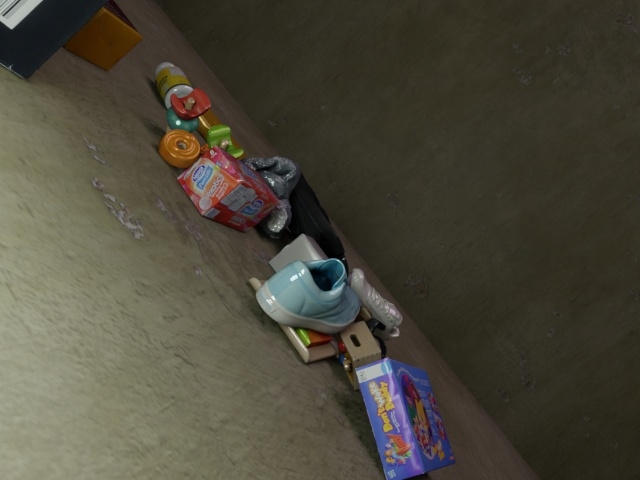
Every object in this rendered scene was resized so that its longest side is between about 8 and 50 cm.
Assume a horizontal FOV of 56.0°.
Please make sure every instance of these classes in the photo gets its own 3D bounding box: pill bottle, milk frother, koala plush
[{"bbox_3d":[-0.460,-0.481,1.887,0.103,0.103,0.184,41,12,-51],"label":"pill bottle"},{"bbox_3d":[0.102,0.271,1.674,0.143,0.129,0.135,7,-13,24],"label":"milk frother"},{"bbox_3d":[-0.143,-0.119,1.774,0.196,0.203,0.221,126,-45,-76],"label":"koala plush"}]

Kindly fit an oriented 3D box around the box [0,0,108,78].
[{"bbox_3d":[-0.576,-0.515,0.976,0.395,0.212,0.293,56,10,30],"label":"box"}]

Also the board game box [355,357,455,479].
[{"bbox_3d":[0.200,0.403,1.356,0.347,0.078,0.233,36,35,-62],"label":"board game box"}]

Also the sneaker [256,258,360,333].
[{"bbox_3d":[0.021,0.114,1.328,0.135,0.150,0.366,56,20,20],"label":"sneaker"}]

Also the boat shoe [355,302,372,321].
[{"bbox_3d":[0.067,0.198,1.665,0.190,0.072,0.068,10,-45,60],"label":"boat shoe"}]

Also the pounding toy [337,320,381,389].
[{"bbox_3d":[0.083,0.279,1.426,0.141,0.100,0.130,-120,-160,-50],"label":"pounding toy"}]

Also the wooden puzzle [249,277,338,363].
[{"bbox_3d":[-0.051,0.174,1.372,0.221,0.044,0.239,53,8,16],"label":"wooden puzzle"}]

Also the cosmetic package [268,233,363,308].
[{"bbox_3d":[-0.013,0.112,1.585,0.238,0.127,0.107,55,10,17],"label":"cosmetic package"}]

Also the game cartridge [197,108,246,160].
[{"bbox_3d":[-0.393,-0.404,2.135,0.323,0.053,0.285,52,7,-10],"label":"game cartridge"}]

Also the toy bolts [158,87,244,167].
[{"bbox_3d":[-0.343,-0.249,1.540,0.218,0.158,0.228,-19,74,-37],"label":"toy bolts"}]

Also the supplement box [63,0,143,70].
[{"bbox_3d":[-0.573,-0.549,1.458,0.194,0.129,0.191,52,8,6],"label":"supplement box"}]

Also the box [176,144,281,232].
[{"bbox_3d":[-0.218,-0.120,1.486,0.122,0.128,0.257,53,9,17],"label":"box"}]

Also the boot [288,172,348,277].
[{"bbox_3d":[-0.001,-0.001,1.950,0.367,0.146,0.445,58,-1,-40],"label":"boot"}]

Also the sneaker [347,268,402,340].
[{"bbox_3d":[0.160,0.190,1.790,0.114,0.152,0.305,-82,160,-46],"label":"sneaker"}]
